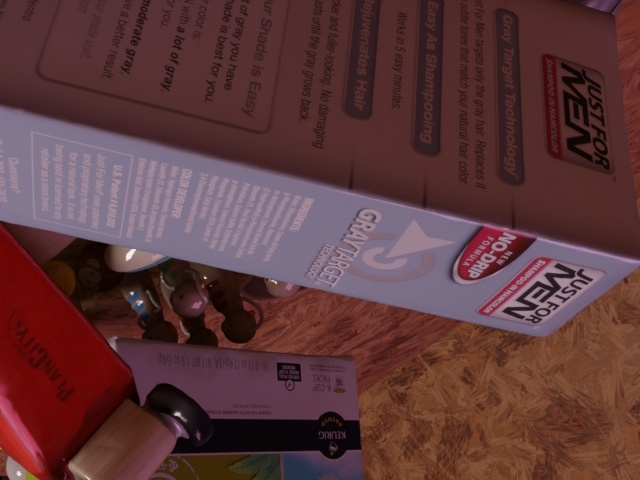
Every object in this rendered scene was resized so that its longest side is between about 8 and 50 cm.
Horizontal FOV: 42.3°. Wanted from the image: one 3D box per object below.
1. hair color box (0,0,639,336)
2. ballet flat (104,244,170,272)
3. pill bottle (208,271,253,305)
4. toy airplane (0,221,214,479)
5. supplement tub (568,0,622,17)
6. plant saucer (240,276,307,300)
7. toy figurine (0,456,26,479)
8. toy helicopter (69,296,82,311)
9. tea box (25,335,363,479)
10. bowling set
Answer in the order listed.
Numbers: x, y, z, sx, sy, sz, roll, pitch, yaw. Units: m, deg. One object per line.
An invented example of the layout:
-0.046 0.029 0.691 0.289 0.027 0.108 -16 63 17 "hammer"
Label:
-0.016 -0.080 0.478 0.375 0.185 0.113 13 148 -11 "hair color box"
-0.122 -0.054 0.854 0.249 0.086 0.086 -28 161 -7 "ballet flat"
-0.122 0.039 1.089 0.065 0.065 0.116 -12 155 -41 "pill bottle"
-0.275 0.043 0.615 0.273 0.384 0.386 13 -176 42 "toy airplane"
0.138 -0.191 0.669 0.194 0.193 0.316 -28 161 -3 "supplement tub"
0.000 0.000 1.205 0.278 0.041 0.278 -26 162 -9 "plant saucer"
-0.355 0.241 1.066 0.148 0.209 0.213 8 149 -35 "toy figurine"
-0.411 0.131 0.881 0.355 0.140 0.235 -22 172 12 "toy helicopter"
-0.137 0.293 0.935 0.329 0.323 0.220 10 160 -39 "tea box"
-0.171 0.068 0.955 0.200 0.154 0.287 -15 157 -36 "bowling set"
